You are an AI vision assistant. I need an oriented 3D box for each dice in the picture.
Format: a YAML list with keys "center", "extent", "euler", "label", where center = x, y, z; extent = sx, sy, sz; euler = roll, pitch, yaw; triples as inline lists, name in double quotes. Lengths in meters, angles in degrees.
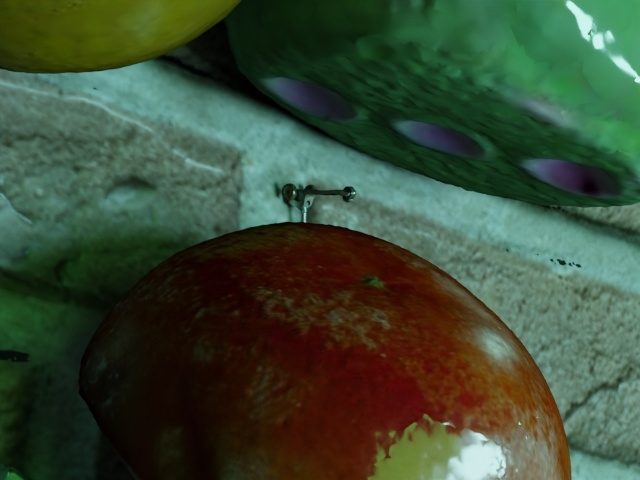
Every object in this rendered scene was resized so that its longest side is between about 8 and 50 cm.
- center: [0.140, -0.216, 1.214]
  extent: [0.322, 0.330, 0.318]
  euler: [26, 77, -38]
  label: "dice"

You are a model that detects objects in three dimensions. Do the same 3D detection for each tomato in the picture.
- center: [0.019, 0.084, 1.081]
  extent: [0.338, 0.338, 0.144]
  euler: [3, 116, -38]
  label: "tomato"

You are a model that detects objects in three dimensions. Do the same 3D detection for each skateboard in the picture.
- center: [0.000, 0.000, 1.262]
  extent: [0.032, 0.064, 0.083]
  euler: [3, 90, -46]
  label: "skateboard"

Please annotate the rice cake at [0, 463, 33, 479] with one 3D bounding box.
- center: [-0.139, 0.211, 1.118]
  extent: [0.211, 0.034, 0.043]
  euler: [36, 69, -29]
  label: "rice cake"

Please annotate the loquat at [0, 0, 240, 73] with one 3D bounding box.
- center: [-0.158, -0.256, 1.018]
  extent: [0.328, 0.328, 0.328]
  euler: [9, 75, -37]
  label: "loquat"
